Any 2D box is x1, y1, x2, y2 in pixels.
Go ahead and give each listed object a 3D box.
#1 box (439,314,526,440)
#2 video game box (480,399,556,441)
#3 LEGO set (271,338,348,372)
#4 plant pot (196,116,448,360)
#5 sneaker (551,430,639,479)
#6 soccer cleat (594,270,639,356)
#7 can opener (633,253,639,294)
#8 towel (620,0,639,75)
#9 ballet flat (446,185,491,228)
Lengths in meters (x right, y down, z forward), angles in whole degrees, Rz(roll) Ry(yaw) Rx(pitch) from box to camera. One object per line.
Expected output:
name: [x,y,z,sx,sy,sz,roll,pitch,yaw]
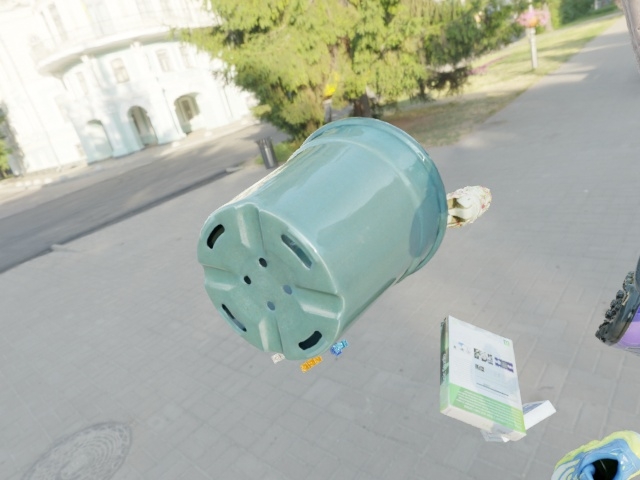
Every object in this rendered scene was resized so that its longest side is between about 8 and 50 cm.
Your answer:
box: [0.472,0.397,1.260,0.232,0.059,0.322,22,40,-2]
video game box: [0.665,0.615,1.436,0.205,0.187,0.048,-25,65,-10]
LEGO set: [-0.013,0.289,1.122,0.227,0.087,0.093,-27,-13,-16]
plant pot: [0.000,0.000,0.713,0.341,0.341,0.334,0,25,34]
sneaker: [0.507,0.445,0.807,0.126,0.240,0.091,0,39,-32]
soccer cleat: [0.465,0.121,0.579,0.116,0.109,0.318,31,5,40]
can opener: [0.251,-0.071,0.170,0.075,0.284,0.095,2,31,-44]
towel: [0.567,-0.352,0.514,0.331,0.317,0.054,-22,45,33]
ballet flat: [0.273,-0.056,0.902,0.240,0.091,0.077,-17,19,-9]
